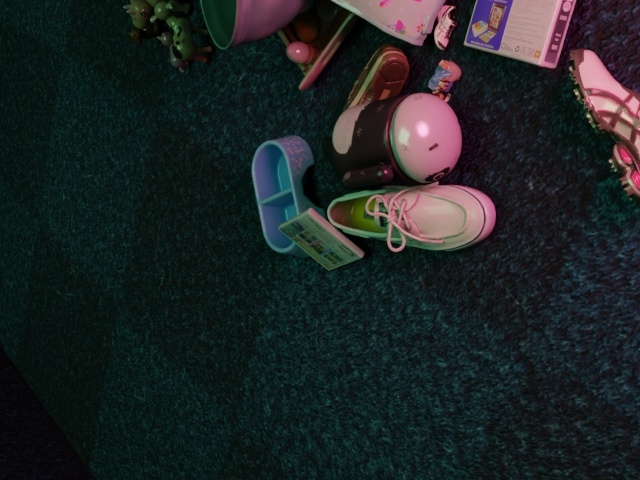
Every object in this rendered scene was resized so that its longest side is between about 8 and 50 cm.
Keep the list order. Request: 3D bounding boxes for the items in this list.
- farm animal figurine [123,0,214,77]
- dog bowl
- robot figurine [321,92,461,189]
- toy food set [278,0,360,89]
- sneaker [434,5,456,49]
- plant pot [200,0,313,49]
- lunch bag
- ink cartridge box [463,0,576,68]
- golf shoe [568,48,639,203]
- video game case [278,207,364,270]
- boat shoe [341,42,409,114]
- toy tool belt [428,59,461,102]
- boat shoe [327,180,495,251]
[{"bbox_3d":[-0.425,-0.635,1.987,0.330,0.172,0.327,30,113,41],"label":"farm animal figurine"},{"bbox_3d":[-0.081,-0.104,1.738,0.166,0.074,0.297,-20,79,45],"label":"dog bowl"},{"bbox_3d":[0.136,-0.182,1.406,0.278,0.173,0.209,-3,76,45],"label":"robot figurine"},{"bbox_3d":[-0.049,-0.522,1.662,0.220,0.092,0.306,-49,60,37],"label":"toy food set"},{"bbox_3d":[0.242,-0.408,1.411,0.037,0.032,0.083,10,101,45],"label":"sneaker"},{"bbox_3d":[-0.127,-0.553,1.523,0.293,0.196,0.293,169,90,-69],"label":"plant pot"},{"bbox_3d":[0.139,-0.528,1.414,0.262,0.160,0.223,36,119,15],"label":"lunch bag"},{"bbox_3d":[0.348,-0.417,1.260,0.206,0.045,0.208,40,124,54],"label":"ink cartridge box"},{"bbox_3d":[0.482,-0.193,1.147,0.120,0.105,0.273,-29,75,25],"label":"golf shoe"},{"bbox_3d":[0.000,0.000,1.608,0.143,0.157,0.019,-24,30,57],"label":"video game case"},{"bbox_3d":[0.102,-0.295,1.539,0.257,0.095,0.095,-54,33,35],"label":"boat shoe"},{"bbox_3d":[0.229,-0.306,1.417,0.052,0.051,0.083,44,123,35],"label":"toy tool belt"},{"bbox_3d":[0.151,-0.051,1.439,0.367,0.156,0.136,10,100,46],"label":"boat shoe"}]
